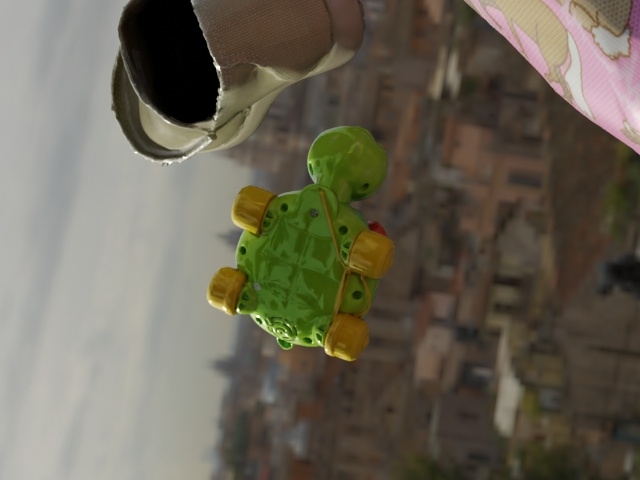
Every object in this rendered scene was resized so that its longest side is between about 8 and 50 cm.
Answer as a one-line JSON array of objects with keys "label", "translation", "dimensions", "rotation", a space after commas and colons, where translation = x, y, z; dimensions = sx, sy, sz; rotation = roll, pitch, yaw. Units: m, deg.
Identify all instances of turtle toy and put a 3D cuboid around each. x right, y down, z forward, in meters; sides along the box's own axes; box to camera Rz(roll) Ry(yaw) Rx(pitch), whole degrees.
[{"label": "turtle toy", "translation": [0.000, 0.000, 1.016], "dimensions": [0.066, 0.095, 0.130], "rotation": [-31, -39, -68]}]

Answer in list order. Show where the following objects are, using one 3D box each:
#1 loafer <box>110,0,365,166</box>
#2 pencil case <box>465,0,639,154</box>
[{"label": "loafer", "translation": [-0.071, -0.105, 1.030], "dimensions": [0.268, 0.092, 0.102], "rotation": [-28, 80, 63]}, {"label": "pencil case", "translation": [0.152, -0.104, 0.659], "dimensions": [0.167, 0.160, 0.386], "rotation": [-46, 46, 10]}]
